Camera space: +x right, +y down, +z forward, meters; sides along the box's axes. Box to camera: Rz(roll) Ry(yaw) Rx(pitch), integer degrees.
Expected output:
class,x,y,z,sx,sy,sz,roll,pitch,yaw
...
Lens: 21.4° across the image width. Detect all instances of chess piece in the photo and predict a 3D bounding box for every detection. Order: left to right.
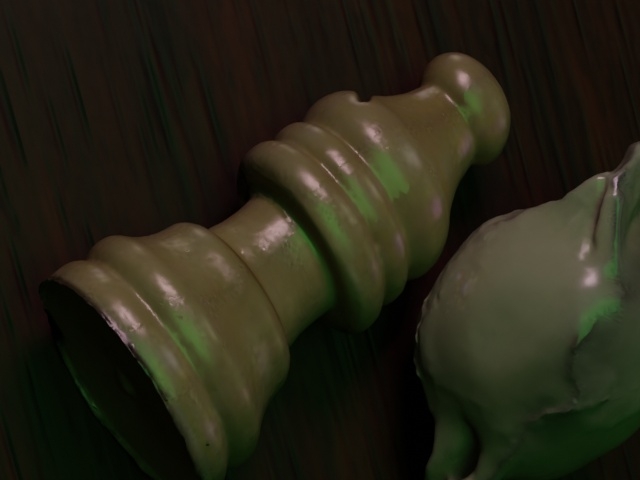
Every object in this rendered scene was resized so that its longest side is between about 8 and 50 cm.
class,x,y,z,sx,sy,sz,roll,pitch,yaw
chess piece,0.000,0.000,0.974,0.307,0.124,0.139,-38,72,-26

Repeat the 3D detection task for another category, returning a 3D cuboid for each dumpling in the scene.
class,x,y,z,sx,sy,sz,roll,pitch,yaw
dumpling,0.149,0.060,1.019,0.193,0.147,0.258,14,106,-57
